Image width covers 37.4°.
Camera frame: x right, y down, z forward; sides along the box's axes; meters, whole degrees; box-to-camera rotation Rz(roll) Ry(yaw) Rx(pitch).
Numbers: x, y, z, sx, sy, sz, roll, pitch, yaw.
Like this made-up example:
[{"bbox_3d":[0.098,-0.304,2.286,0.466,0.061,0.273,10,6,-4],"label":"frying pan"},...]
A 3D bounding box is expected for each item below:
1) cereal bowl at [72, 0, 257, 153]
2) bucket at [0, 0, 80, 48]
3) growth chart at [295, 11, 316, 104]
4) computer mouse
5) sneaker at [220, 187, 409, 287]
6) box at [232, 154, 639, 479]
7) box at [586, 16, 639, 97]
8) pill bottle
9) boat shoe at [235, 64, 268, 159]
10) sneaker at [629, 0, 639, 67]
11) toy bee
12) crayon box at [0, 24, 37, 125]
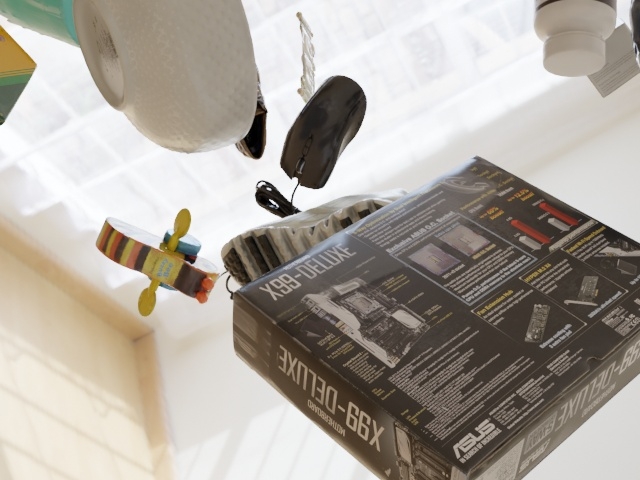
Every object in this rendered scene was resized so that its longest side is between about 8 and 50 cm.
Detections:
[{"bbox_3d":[-0.225,-0.266,1.228,0.339,0.141,0.339,46,-32,39],"label":"cereal bowl"},{"bbox_3d":[-0.402,-0.456,1.577,0.183,0.281,0.281,27,-4,23],"label":"bucket"},{"bbox_3d":[-0.032,-0.423,2.259,0.172,0.021,0.237,57,29,-70],"label":"growth chart"},{"bbox_3d":[0.010,-0.116,1.482,0.184,0.262,0.060,39,21,13],"label":"computer mouse"},{"bbox_3d":[0.000,0.000,1.270,0.110,0.292,0.118,67,30,-17],"label":"sneaker"},{"bbox_3d":[0.120,0.062,0.776,0.242,0.307,0.077,34,-42,34],"label":"box"},{"bbox_3d":[0.496,-0.314,1.616,0.087,0.102,0.101,50,21,-8],"label":"box"},{"bbox_3d":[0.336,-0.321,1.251,0.108,0.108,0.194,40,52,-65],"label":"pill bottle"},{"bbox_3d":[-0.106,-0.203,1.392,0.066,0.066,0.183,-129,-159,-53],"label":"boat shoe"},{"bbox_3d":[0.394,-0.100,0.997,0.131,0.148,0.350,8,-48,60],"label":"sneaker"},{"bbox_3d":[-0.238,0.040,1.642,0.162,0.298,0.195,-127,-141,-68],"label":"toy bee"},{"bbox_3d":[-0.536,-0.287,1.305,0.278,0.081,0.165,49,27,-29],"label":"crayon box"}]
